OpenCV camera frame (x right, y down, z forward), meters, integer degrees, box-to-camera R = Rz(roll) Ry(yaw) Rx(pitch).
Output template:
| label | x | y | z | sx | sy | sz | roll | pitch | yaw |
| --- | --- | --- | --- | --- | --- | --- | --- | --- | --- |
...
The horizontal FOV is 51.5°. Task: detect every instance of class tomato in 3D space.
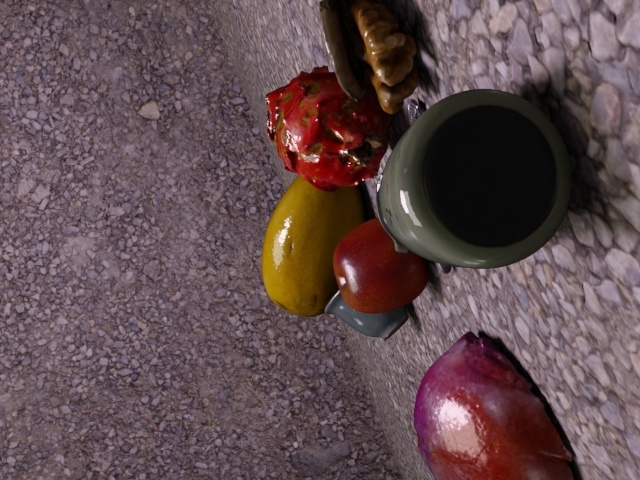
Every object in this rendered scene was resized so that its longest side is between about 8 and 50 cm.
| label | x | y | z | sx | sy | sz | roll | pitch | yaw |
| --- | --- | --- | --- | --- | --- | --- | --- | --- | --- |
| tomato | 0.260 | 0.327 | 1.063 | 0.289 | 0.176 | 0.334 | -139 | 27 | -68 |

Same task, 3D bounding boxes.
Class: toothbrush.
| label | x | y | z | sx | sy | sz | roll | pitch | yaw |
| --- | --- | --- | --- | --- | --- | --- | --- | --- | --- |
| toothbrush | 0.173 | -0.072 | 1.034 | 0.031 | 0.023 | 0.321 | -118 | 8 | -54 |

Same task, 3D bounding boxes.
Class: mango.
| label | x | y | z | sx | sy | sz | roll | pitch | yaw |
| --- | --- | --- | --- | --- | --- | --- | --- | --- | --- |
| mango | 0.000 | 0.000 | 1.623 | 0.220 | 0.301 | 0.445 | 44 | 136 | 31 |

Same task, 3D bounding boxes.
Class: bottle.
| label | x | y | z | sx | sy | sz | roll | pitch | yaw |
| --- | --- | --- | --- | --- | --- | --- | --- | --- | --- |
| bottle | 0.144 | -0.055 | 0.757 | 0.347 | 0.169 | 0.168 | 171 | 76 | -88 |

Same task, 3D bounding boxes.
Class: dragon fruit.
| label | x | y | z | sx | sy | sz | roll | pitch | yaw |
| --- | --- | --- | --- | --- | --- | --- | --- | --- | --- |
| dragon fruit | 0.026 | -0.179 | 1.108 | 0.268 | 0.205 | 0.210 | 40 | 151 | 56 |

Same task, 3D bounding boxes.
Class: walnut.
| label | x | y | z | sx | sy | sz | roll | pitch | yaw |
| --- | --- | --- | --- | --- | --- | --- | --- | --- | --- |
| walnut | 0.086 | -0.255 | 0.895 | 0.143 | 0.069 | 0.170 | 73 | 179 | -48 |

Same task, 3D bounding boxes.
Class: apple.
| label | x | y | z | sx | sy | sz | roll | pitch | yaw |
| --- | --- | --- | --- | --- | --- | --- | --- | --- | --- |
| apple | 0.115 | 0.047 | 1.281 | 0.181 | 0.169 | 0.180 | 163 | 90 | -82 |

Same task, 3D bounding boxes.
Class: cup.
| label | x | y | z | sx | sy | sz | roll | pitch | yaw |
| --- | --- | --- | --- | --- | --- | --- | --- | --- | --- |
| cup | 0.131 | 0.157 | 1.579 | 0.150 | 0.199 | 0.199 | 47 | 168 | 14 |

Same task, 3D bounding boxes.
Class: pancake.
| label | x | y | z | sx | sy | sz | roll | pitch | yaw |
| --- | --- | --- | --- | --- | --- | --- | --- | --- | --- |
| pancake | 0.033 | -0.317 | 0.982 | 0.212 | 0.029 | 0.235 | 41 | -139 | -67 |
